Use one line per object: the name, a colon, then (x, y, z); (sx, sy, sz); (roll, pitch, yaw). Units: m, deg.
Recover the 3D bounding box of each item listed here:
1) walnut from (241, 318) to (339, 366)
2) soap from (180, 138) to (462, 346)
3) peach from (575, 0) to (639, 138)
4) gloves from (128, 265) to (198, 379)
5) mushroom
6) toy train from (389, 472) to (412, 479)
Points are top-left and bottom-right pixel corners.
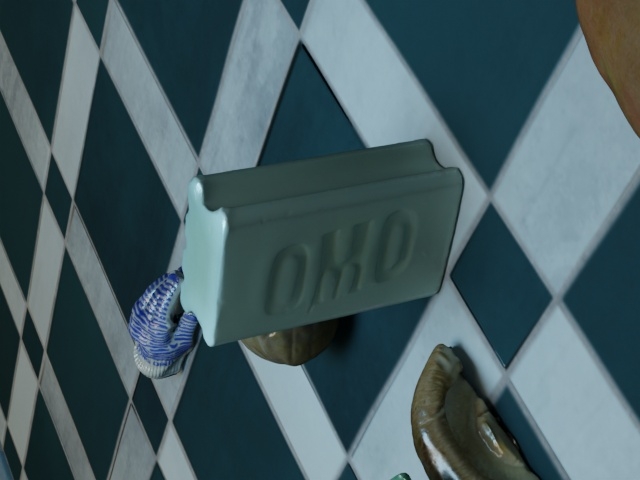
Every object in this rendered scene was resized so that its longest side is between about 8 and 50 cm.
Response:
walnut: (-0.044, 0.069, 1.554); (0.140, 0.140, 0.162); (8, 92, 61)
soap: (0.000, 0.000, 1.299); (0.087, 0.265, 0.160); (50, 141, 43)
peach: (0.277, -0.161, 0.736); (0.292, 0.247, 0.292); (1, 92, 41)
gloves: (-0.239, 0.129, 2.002); (0.119, 0.097, 0.229); (32, 129, 16)
mushroom: (0.144, 0.205, 1.304); (0.210, 0.094, 0.072); (56, 142, 28)
toy train: (0.122, 0.372, 1.262); (0.145, 0.202, 0.266); (-39, 57, 9)
